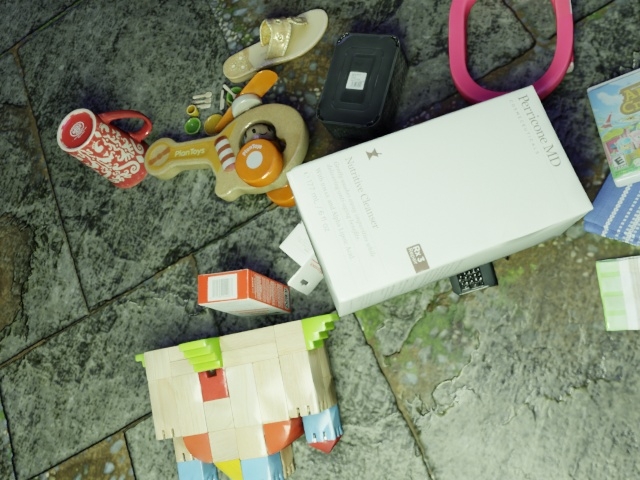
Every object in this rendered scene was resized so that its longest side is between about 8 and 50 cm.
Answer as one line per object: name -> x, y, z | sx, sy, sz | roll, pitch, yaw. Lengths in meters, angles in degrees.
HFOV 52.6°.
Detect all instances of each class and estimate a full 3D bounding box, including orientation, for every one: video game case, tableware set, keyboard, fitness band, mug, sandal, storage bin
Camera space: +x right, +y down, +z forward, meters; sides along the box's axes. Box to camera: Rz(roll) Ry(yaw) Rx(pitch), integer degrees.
video game case -> 0.529, -0.195, 0.969 | 0.212, 0.023, 0.193 | -19, 53, 28
tableware set -> -0.207, -0.265, 1.318 | 0.154, 0.024, 0.104 | -3, 73, 20
keyboard -> 0.242, -0.013, 1.064 | 0.100, 0.038, 0.192 | -18, 70, 15
fitness band -> 0.330, -0.359, 1.130 | 0.208, 0.054, 0.291 | -4, 72, 23
mug -> -0.430, -0.204, 1.303 | 0.113, 0.169, 0.150 | 11, 79, 24
sandal -> -0.099, -0.400, 1.286 | 0.240, 0.079, 0.088 | -28, 67, 11
storage bin -> 0.079, -0.276, 1.179 | 0.122, 0.084, 0.180 | 11, 78, 23

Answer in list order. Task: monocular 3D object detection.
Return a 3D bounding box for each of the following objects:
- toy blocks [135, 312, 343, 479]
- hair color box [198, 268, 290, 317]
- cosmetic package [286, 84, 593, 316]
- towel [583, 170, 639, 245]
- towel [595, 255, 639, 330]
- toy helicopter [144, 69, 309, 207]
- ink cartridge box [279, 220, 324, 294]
toy blocks -> -0.121, 0.282, 1.055 | 0.381, 0.190, 0.261 | -14, 81, 17
hair color box -> -0.126, 0.092, 1.099 | 0.093, 0.167, 0.053 | -8, 72, 19
cosmetic package -> 0.169, -0.054, 0.971 | 0.384, 0.156, 0.217 | -22, 76, -3
towel -> 0.569, -0.069, 0.905 | 0.336, 0.040, 0.243 | 25, 81, 44
towel -> 0.493, 0.072, 0.950 | 0.151, 0.023, 0.113 | -8, 71, 19
toy helicopter -> -0.185, -0.186, 1.228 | 0.354, 0.140, 0.235 | -3, 73, 25
ink cartridge box -> 0.000, 0.000, 1.114 | 0.060, 0.104, 0.180 | 41, 90, 25
